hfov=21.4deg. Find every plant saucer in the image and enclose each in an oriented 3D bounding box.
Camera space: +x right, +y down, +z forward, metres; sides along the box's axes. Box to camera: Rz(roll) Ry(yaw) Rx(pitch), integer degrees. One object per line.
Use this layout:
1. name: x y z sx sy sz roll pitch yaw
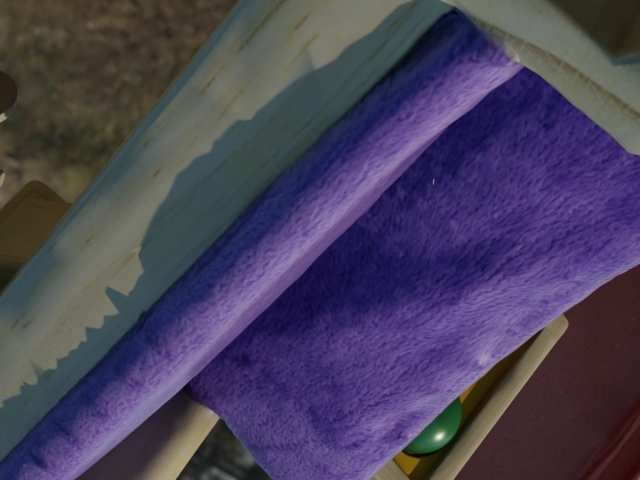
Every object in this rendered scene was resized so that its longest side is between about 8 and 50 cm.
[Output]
1. plant saucer: 0.107 0.065 1.073 0.258 0.259 0.048 34 -171 -9

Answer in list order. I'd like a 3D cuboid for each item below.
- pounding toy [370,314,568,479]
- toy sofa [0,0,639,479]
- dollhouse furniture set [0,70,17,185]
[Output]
1. pounding toy: 0.022 -0.007 0.783 0.206 0.181 0.094 51 158 -27
2. toy sofa: 0.000 0.000 0.487 0.177 0.150 0.362 41 137 -5
3. dollhouse furniture set: -0.201 -0.029 0.836 0.123 0.144 0.151 26 147 7
